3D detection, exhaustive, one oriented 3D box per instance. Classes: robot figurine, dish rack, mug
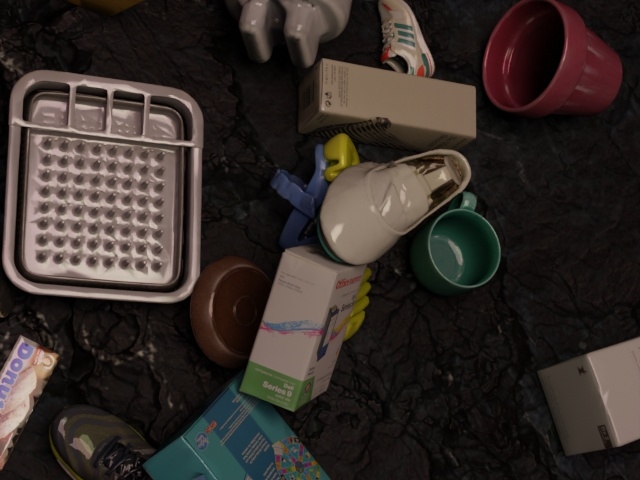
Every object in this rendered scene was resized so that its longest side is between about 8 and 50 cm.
[{"bbox_3d":[-0.034,-0.450,1.959,0.300,0.199,0.353,9,69,7],"label":"robot figurine"},{"bbox_3d":[-0.318,-0.070,1.805,0.286,0.072,0.332,6,73,-22],"label":"dish rack"},{"bbox_3d":[0.217,0.016,1.986,0.129,0.097,0.158,48,63,-3],"label":"mug"}]

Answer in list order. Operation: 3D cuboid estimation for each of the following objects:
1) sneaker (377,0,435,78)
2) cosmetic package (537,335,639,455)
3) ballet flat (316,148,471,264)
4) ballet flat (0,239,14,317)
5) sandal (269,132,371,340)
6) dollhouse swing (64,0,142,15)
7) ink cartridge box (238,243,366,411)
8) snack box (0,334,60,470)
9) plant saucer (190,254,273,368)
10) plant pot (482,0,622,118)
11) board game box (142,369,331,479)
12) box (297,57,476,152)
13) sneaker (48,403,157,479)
[{"bbox_3d":[0.127,-0.334,2.072,0.075,0.057,0.161,-25,88,-32],"label":"sneaker"},{"bbox_3d":[0.481,0.245,1.999,0.184,0.151,0.151,-13,80,-26],"label":"cosmetic package"},{"bbox_3d":[0.123,-0.073,1.849,0.139,0.139,0.400,58,28,1],"label":"ballet flat"},{"bbox_3d":[-0.468,0.027,1.736,0.049,0.057,0.173,-20,80,14],"label":"ballet flat"},{"bbox_3d":[0.000,0.000,1.906,0.138,0.126,0.317,-6,83,14],"label":"sandal"},{"bbox_3d":[-0.318,-0.565,1.819,0.315,0.305,0.346,17,70,-18],"label":"dollhouse swing"},{"bbox_3d":[-0.023,0.120,1.771,0.093,0.154,0.212,19,99,16],"label":"ink cartridge box"},{"bbox_3d":[-0.426,0.223,1.702,0.064,0.022,0.178,29,67,-11],"label":"snack box"},{"bbox_3d":[-0.118,0.105,1.825,0.168,0.029,0.168,4,84,-43],"label":"plant saucer"},{"bbox_3d":[0.407,-0.294,2.113,0.180,0.201,0.201,14,70,-34],"label":"plant pot"},{"bbox_3d":[-0.068,0.368,1.697,0.336,0.079,0.254,52,21,-2],"label":"board game box"},{"bbox_3d":[0.107,-0.211,2.000,0.275,0.113,0.094,7,73,-19],"label":"box"},{"bbox_3d":[-0.238,0.323,1.696,0.300,0.121,0.111,38,64,-9],"label":"sneaker"}]
